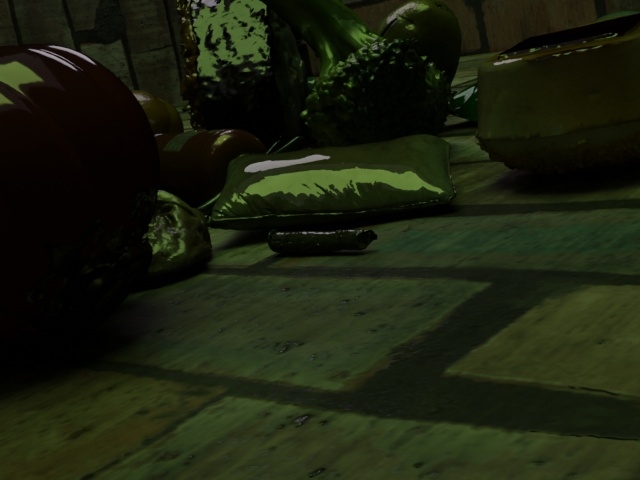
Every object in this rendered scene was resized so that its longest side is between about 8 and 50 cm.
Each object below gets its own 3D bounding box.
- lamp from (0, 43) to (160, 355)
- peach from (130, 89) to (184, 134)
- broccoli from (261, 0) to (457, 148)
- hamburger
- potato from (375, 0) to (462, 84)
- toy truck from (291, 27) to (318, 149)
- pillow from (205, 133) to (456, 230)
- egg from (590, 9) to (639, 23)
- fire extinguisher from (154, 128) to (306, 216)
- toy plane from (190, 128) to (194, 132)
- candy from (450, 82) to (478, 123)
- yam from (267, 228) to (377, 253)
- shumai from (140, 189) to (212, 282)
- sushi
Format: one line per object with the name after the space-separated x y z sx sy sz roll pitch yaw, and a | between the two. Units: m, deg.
-0.280 -0.032 0.890 0.303 0.257 0.303 -48 -4 -4 | lamp
-0.395 -0.217 1.997 0.251 0.153 0.251 -4 -3 0 | peach
0.032 -0.283 1.513 0.275 0.397 0.353 -41 26 -14 | broccoli
0.331 -0.169 1.201 0.301 0.170 0.302 -15 14 4 | hamburger
0.163 -0.317 1.798 0.169 0.248 0.143 16 29 -13 | potato
-0.079 -0.347 1.935 0.132 0.339 0.184 -11 12 2 | toy truck
0.013 -0.073 1.223 0.302 0.075 0.185 -5 27 7 | pillow
0.442 -0.248 1.442 0.169 0.169 0.236 -7 13 17 | egg
-0.182 -0.079 1.452 0.376 0.113 0.200 4 62 53 | fire extinguisher
-0.292 -0.146 1.749 0.244 0.118 0.245 -9 14 2 | toy plane
0.324 -0.264 1.838 0.203 0.078 0.141 -22 16 -23 | candy
0.000 0.000 1.051 0.129 0.027 0.033 -3 -25 40 | yam
-0.216 -0.032 1.125 0.161 0.153 0.209 -21 18 -13 | shumai
-0.134 -0.285 1.718 0.207 0.234 0.349 -11 55 7 | sushi
